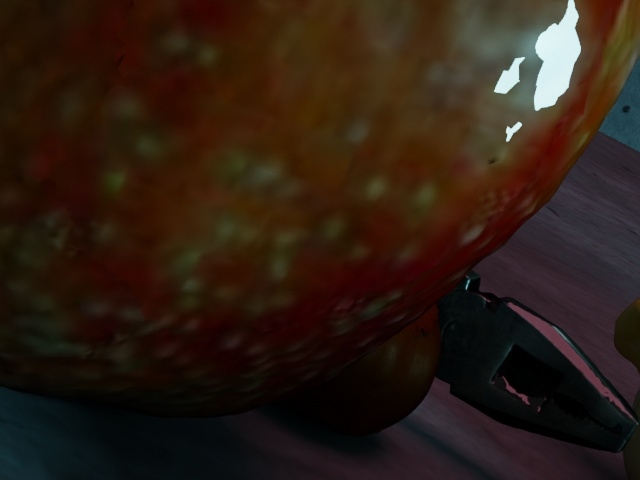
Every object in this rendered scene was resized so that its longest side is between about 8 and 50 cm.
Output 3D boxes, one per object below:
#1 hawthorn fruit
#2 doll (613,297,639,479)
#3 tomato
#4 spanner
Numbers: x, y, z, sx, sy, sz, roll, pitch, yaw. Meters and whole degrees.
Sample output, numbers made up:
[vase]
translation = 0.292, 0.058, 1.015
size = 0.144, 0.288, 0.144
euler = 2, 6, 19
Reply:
[hawthorn fruit]
translation = -0.022, -0.103, 0.574
size = 0.285, 0.369, 0.284
euler = 46, 29, -35
[doll]
translation = 0.232, 0.121, 0.803
size = 0.141, 0.117, 0.296
euler = 13, 17, -28
[tomato]
translation = 0.010, 0.036, 0.733
size = 0.087, 0.075, 0.087
euler = 29, 15, -9
[spanner]
translation = 0.000, 0.000, 0.808
size = 0.325, 0.095, 0.040
euler = 32, 12, 15
